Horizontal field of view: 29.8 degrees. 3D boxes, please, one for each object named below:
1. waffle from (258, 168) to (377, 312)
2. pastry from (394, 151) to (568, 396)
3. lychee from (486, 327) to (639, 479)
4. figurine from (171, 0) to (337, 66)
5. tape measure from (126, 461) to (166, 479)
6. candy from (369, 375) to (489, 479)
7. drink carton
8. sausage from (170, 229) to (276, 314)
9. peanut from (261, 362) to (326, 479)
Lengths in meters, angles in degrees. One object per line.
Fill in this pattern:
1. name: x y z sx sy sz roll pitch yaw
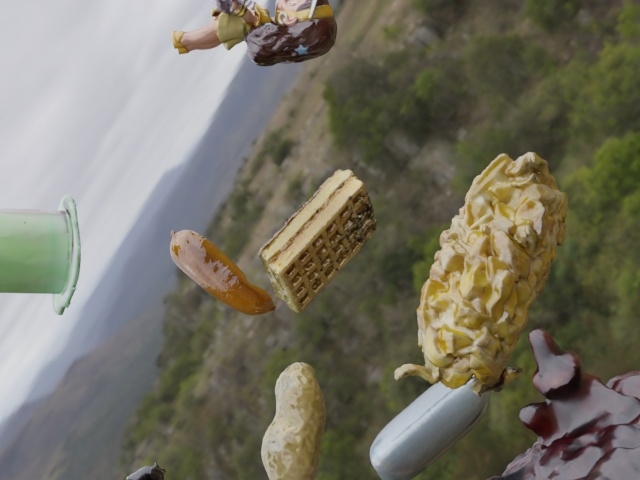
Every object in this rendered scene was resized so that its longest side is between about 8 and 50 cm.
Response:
1. waffle: 0.000 0.000 1.350 0.148 0.042 0.102 -46 -33 -17
2. pastry: 0.160 0.042 1.153 0.154 0.102 0.250 71 -140 -59
3. lychee: 0.305 0.292 0.999 0.424 0.500 0.424 -26 -7 -4
4. figurine: -0.095 -0.314 1.760 0.175 0.240 0.116 -30 -57 -85
5. tape measure: -0.275 0.426 1.438 0.231 0.133 0.271 -27 40 38
6. candy: 0.135 0.229 1.481 0.174 0.071 0.138 -40 -19 -6
7. drink carton: -0.411 0.014 1.630 0.144 0.142 0.146 128 138 -50
8. sausage: -0.143 0.049 1.684 0.054 0.183 0.062 -49 0 -32
9. peanut: -0.036 0.247 1.576 0.080 0.080 0.175 162 115 -77
